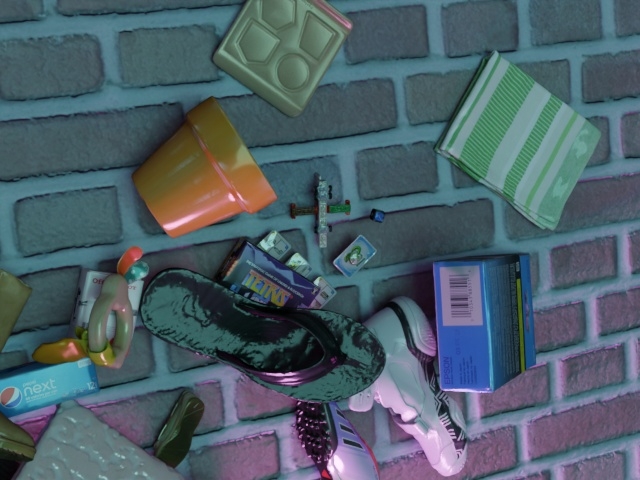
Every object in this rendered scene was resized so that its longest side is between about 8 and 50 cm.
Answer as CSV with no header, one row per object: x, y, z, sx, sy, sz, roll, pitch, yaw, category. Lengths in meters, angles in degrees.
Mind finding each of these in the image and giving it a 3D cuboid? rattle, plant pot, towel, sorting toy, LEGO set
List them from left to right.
-0.372,0.107,1.670,0.130,0.143,0.199,24,66,-57,rattle
-0.355,0.461,1.656,0.332,0.053,0.317,40,43,-15,towel
-0.204,-0.107,1.705,0.188,0.205,0.205,-32,109,-1,plant pot
-0.067,-0.354,1.817,0.193,0.038,0.208,33,87,-24,sorting toy
0.000,0.000,1.892,0.244,0.060,0.182,-45,113,-1,LEGO set
0.405,-0.198,2.046,0.325,0.038,0.247,31,82,-24,towel

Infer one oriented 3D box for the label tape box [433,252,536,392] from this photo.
0.323,0.150,1.975,0.334,0.106,0.240,-3,90,-65,label tape box

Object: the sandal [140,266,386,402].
-0.095,0.177,1.753,0.446,0.107,0.167,18,92,-12,sandal

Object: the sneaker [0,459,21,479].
-0.580,0.421,1.642,0.147,0.145,0.385,-37,118,18,sneaker

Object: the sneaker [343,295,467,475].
0.137,0.306,1.937,0.210,0.137,0.365,-22,101,-19,sneaker

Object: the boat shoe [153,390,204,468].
-0.259,0.342,1.813,0.056,0.048,0.153,22,94,-36,boat shoe

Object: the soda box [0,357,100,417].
-0.478,0.241,1.679,0.210,0.071,0.067,-13,100,-22,soda box

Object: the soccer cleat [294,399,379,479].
0.043,0.399,1.927,0.116,0.109,0.318,-28,109,-32,soccer cleat

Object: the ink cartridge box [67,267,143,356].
-0.365,0.120,1.724,0.099,0.056,0.135,12,91,-26,ink cartridge box

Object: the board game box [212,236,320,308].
-0.108,0.098,1.830,0.170,0.048,0.141,33,91,-22,board game box

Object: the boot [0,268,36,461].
-0.512,0.184,1.589,0.236,0.089,0.269,25,63,-17,boot
